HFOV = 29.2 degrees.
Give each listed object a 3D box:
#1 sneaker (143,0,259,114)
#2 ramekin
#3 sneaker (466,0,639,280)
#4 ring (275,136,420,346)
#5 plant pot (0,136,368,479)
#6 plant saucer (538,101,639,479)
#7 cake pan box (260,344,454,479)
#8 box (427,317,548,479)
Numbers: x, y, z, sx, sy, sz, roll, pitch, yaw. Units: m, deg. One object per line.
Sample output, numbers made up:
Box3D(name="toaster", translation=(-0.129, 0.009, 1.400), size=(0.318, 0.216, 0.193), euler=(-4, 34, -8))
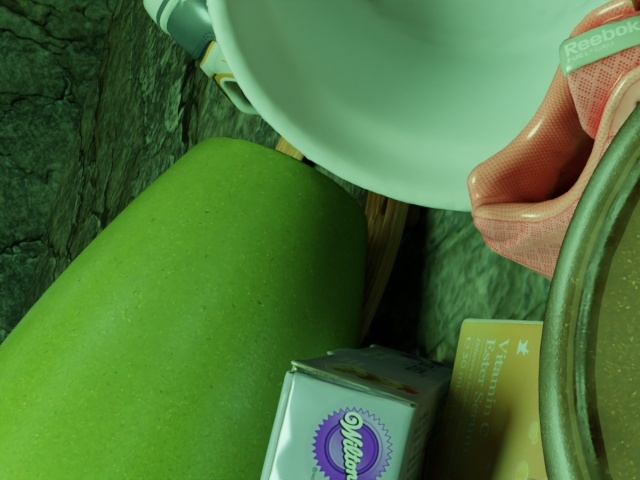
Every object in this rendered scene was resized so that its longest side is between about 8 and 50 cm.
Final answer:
Box3D(name="sneaker", translation=(-0.042, -0.179, 1.097), size=(0.126, 0.127, 0.321), euler=(-47, -8, 17))
Box3D(name="ramekin", translation=(0.087, -0.159, 0.627), size=(0.277, 0.277, 0.135), euler=(-54, 20, 40))
Box3D(name="sneaker", translation=(0.176, -0.069, 0.512), size=(0.314, 0.136, 0.116), euler=(-52, 30, 42))
Box3D(name="ring", translation=(0.000, 0.000, 1.035), size=(0.336, 0.032, 0.337), euler=(-51, 29, 43))
Box3D(name="plant pot", translation=(-0.085, 0.089, 0.838), size=(0.274, 0.274, 0.294), euler=(-17, 45, 65))
Box3D(name="plant saucer", translation=(0.186, 0.035, 0.375), size=(0.310, 0.050, 0.311), euler=(-17, 65, 41))
Box3D(name="cake pan box", translation=(0.009, 0.183, 0.648), size=(0.267, 0.070, 0.246), euler=(20, -94, -79))
Box3D(name="box", translation=(0.128, 0.108, 0.554), size=(0.170, 0.091, 0.130), euler=(-8, 66, 67))
